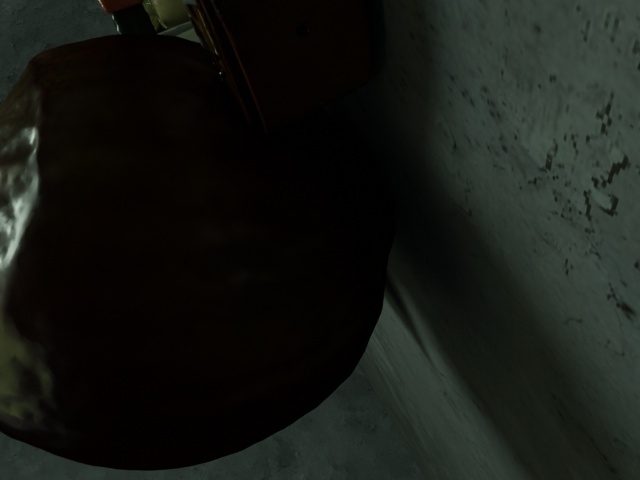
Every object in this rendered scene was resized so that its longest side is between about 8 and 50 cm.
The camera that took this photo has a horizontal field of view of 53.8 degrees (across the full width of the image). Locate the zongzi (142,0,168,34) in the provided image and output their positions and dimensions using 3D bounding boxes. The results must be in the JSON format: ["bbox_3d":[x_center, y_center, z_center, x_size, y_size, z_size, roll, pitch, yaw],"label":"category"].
[{"bbox_3d":[-0.255,-0.430,1.244,0.228,0.115,0.256,20,-109,-43],"label":"zongzi"}]

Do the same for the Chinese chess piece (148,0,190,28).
[{"bbox_3d":[-0.259,-0.464,0.997,0.251,0.097,0.251,61,174,11],"label":"Chinese chess piece"}]

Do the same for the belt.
[{"bbox_3d":[-0.054,-0.198,0.410,0.184,0.105,0.261,59,175,39],"label":"belt"}]

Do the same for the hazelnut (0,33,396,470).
[{"bbox_3d":[-0.132,0.006,0.610,0.421,0.420,0.353,57,149,36],"label":"hazelnut"}]

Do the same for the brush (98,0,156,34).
[{"bbox_3d":[-0.339,-0.451,0.945,0.323,0.070,0.051,65,170,-13],"label":"brush"}]

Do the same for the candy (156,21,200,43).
[{"bbox_3d":[-0.179,-0.241,0.944,0.195,0.184,0.137,55,168,49],"label":"candy"}]
